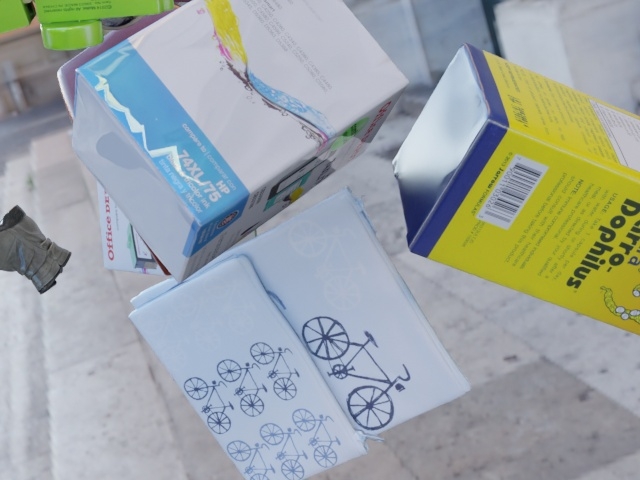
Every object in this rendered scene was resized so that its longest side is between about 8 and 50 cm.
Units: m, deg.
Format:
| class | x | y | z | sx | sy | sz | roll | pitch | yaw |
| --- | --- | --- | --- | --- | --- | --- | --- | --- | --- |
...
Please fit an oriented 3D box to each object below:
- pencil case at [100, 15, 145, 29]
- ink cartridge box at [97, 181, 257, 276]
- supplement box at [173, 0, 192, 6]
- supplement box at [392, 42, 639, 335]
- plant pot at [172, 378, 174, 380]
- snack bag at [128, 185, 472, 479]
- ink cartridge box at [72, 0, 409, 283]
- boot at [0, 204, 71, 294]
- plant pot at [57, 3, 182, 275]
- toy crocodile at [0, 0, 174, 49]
| class | x | y | z | sx | sy | sz | roll | pitch | yaw |
| --- | --- | --- | --- | --- | --- | --- | --- | --- | --- |
| pencil case | -0.344 | -0.436 | 1.414 | 0.160 | 0.410 | 0.183 | -46 | -3 | 7 |
| ink cartridge box | -0.239 | -0.046 | 1.979 | 0.278 | 0.201 | 0.117 | 4 | 10 | 44 |
| supplement box | -0.271 | -0.397 | 1.831 | 0.188 | 0.104 | 0.081 | -10 | -8 | -44 |
| supplement box | 0.292 | -0.054 | 1.447 | 0.357 | 0.195 | 0.194 | 20 | 31 | -16 |
| plant pot | -0.064 | 0.115 | 1.714 | 0.212 | 0.187 | 0.212 | 20 | 28 | 31 |
| snack bag | -0.022 | 0.139 | 1.504 | 0.343 | 0.323 | 0.037 | -27 | 14 | 19 |
| ink cartridge box | -0.089 | -0.130 | 1.247 | 0.270 | 0.197 | 0.198 | -36 | -7 | -21 |
| boot | -0.575 | 0.044 | 2.275 | 0.083 | 0.161 | 0.246 | -42 | 8 | 37 |
| plant pot | -0.198 | -0.162 | 1.630 | 0.267 | 0.267 | 0.235 | -37 | 63 | -9 |
| toy crocodile | -0.323 | -0.254 | 1.258 | 0.341 | 0.115 | 0.105 | -9 | 22 | 0 |
